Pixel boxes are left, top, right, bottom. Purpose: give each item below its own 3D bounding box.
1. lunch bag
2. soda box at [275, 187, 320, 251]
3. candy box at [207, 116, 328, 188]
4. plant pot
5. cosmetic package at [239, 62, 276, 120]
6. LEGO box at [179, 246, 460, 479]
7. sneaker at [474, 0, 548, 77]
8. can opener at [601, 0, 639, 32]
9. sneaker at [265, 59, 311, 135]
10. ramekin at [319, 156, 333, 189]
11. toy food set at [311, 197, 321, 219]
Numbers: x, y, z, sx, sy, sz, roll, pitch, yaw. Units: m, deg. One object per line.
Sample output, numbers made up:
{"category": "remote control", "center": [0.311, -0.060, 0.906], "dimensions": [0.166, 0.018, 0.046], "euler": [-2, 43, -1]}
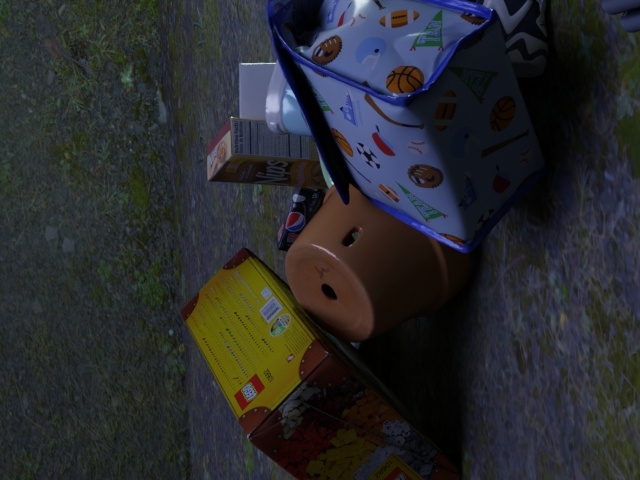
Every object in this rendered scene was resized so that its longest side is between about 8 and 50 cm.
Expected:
{"category": "lunch bag", "center": [0.097, -0.201, 1.486], "dimensions": [0.385, 0.239, 0.328], "euler": [33, 160, 42]}
{"category": "soda box", "center": [-0.054, -0.056, 2.364], "dimensions": [0.060, 0.053, 0.169], "euler": [-109, 36, -61]}
{"category": "candy box", "center": [-0.062, -0.177, 2.084], "dimensions": [0.183, 0.316, 0.087], "euler": [146, 123, -65]}
{"category": "plant pot", "center": [0.078, 0.038, 1.697], "dimensions": [0.291, 0.203, 0.291], "euler": [32, 143, 29]}
{"category": "cosmetic package", "center": [-0.061, -0.279, 2.139], "dimensions": [0.224, 0.225, 0.138], "euler": [104, 162, -76]}
{"category": "LEGO box", "center": [-0.018, 0.270, 1.835], "dimensions": [0.193, 0.372, 0.500], "euler": [-45, 28, 0]}
{"category": "sneaker", "center": [0.244, -0.336, 1.546], "dimensions": [0.235, 0.094, 0.153], "euler": [5, 79, 39]}
{"category": "can opener", "center": [0.446, -0.306, 1.167], "dimensions": [0.093, 0.074, 0.280], "euler": [-57, 18, -15]}
{"category": "sneaker", "center": [0.017, -0.360, 1.801], "dimensions": [0.135, 0.150, 0.366], "euler": [10, -88, -67]}
{"category": "ramekin", "center": [0.117, -0.223, 1.863], "dimensions": [0.303, 0.148, 0.303], "euler": [-178, 90, -68]}
{"category": "toy food set", "center": [0.000, 0.000, 2.309], "dimensions": [0.192, 0.038, 0.132], "euler": [-96, 25, -47]}
